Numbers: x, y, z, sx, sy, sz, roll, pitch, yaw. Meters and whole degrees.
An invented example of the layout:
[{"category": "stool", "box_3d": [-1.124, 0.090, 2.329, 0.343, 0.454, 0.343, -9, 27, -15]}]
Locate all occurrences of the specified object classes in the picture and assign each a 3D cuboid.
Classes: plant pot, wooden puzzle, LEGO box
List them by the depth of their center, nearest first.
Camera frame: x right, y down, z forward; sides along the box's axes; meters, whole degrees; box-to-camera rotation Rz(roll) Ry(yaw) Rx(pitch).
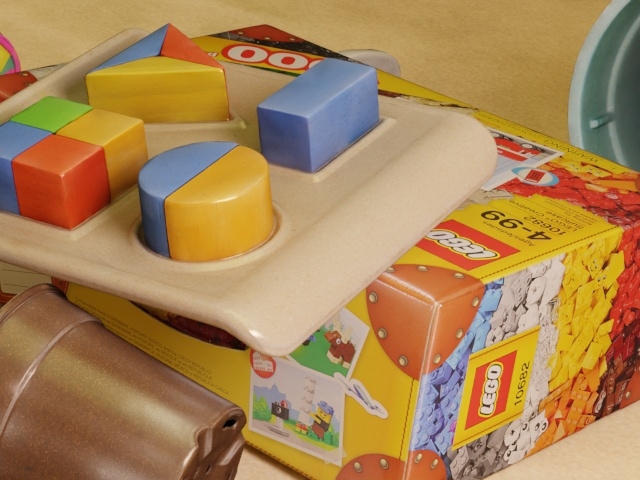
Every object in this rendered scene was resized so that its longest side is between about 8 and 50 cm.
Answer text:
[{"category": "plant pot", "box_3d": [-0.150, 0.136, 1.313, 0.165, 0.167, 0.167, 24, 27, 17]}, {"category": "wooden puzzle", "box_3d": [-0.090, -0.067, 1.410, 0.348, 0.080, 0.322, 19, 37, 28]}, {"category": "LEGO box", "box_3d": [0.000, 0.000, 1.621, 0.500, 0.193, 0.372, 25, 28, 34]}, {"category": "plant pot", "box_3d": [0.459, -0.145, 1.985, 0.341, 0.341, 0.334, 16, 16, 17]}]

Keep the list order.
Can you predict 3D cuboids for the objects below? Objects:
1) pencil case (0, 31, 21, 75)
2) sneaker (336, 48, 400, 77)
[{"category": "pencil case", "box_3d": [-0.405, -0.218, 2.121, 0.104, 0.104, 0.236, -3, 24, -25]}, {"category": "sneaker", "box_3d": [-0.061, -0.164, 2.074, 0.169, 0.108, 0.292, 29, 36, 36]}]
